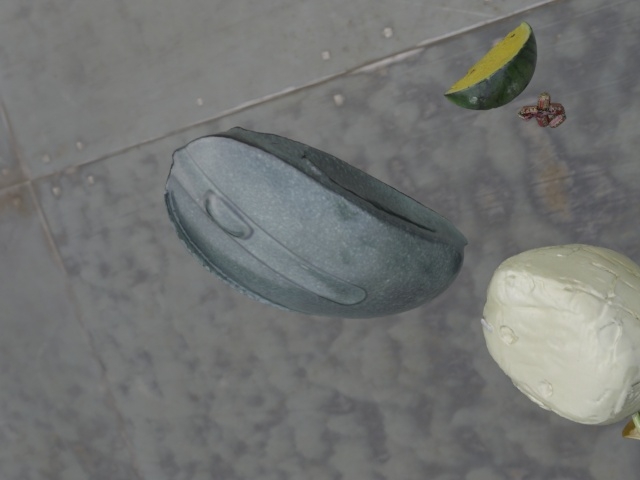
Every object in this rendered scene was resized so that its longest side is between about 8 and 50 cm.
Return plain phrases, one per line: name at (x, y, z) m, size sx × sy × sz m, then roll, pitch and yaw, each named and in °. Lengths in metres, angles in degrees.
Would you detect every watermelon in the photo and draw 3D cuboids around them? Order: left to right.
watermelon at (0.287, -0.278, 1.538) m, size 0.181 × 0.075 × 0.092 m, roll -39°, pitch 68°, yaw -2°

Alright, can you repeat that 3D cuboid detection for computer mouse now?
computer mouse at (0.001, 0.002, 1.074) m, size 0.373 × 0.114 × 0.203 m, roll 20°, pitch 140°, yaw -24°

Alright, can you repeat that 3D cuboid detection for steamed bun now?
steamed bun at (0.181, 0.056, 0.657) m, size 0.130 × 0.091 × 0.113 m, roll 32°, pitch 132°, yaw 35°

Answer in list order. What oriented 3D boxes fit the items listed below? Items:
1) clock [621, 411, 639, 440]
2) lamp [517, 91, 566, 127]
clock at (0.669, 0.273, 1.650) m, size 0.348 × 0.117 × 0.286 m, roll -10°, pitch 57°, yaw 50°
lamp at (0.385, -0.216, 1.644) m, size 0.063 × 0.083 × 0.031 m, roll -39°, pitch 47°, yaw 30°
